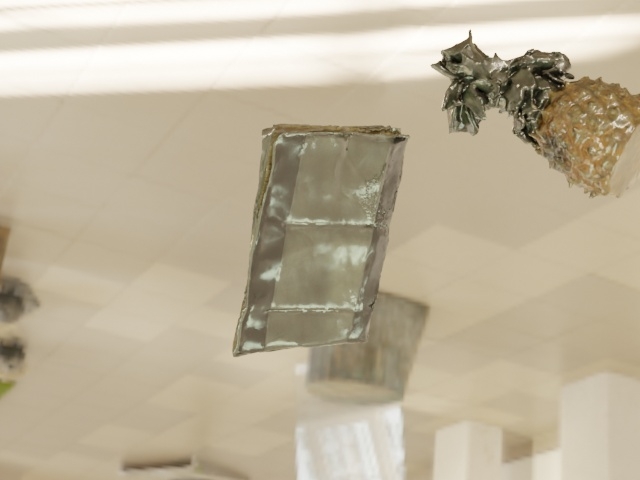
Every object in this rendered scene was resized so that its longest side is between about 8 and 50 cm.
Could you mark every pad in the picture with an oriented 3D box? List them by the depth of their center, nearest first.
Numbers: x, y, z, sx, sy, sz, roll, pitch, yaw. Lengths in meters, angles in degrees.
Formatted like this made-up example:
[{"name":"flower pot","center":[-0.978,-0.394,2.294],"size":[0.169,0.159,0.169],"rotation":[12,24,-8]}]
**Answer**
[{"name":"pad","center":[0.000,0.000,1.107],"size":[0.174,0.233,0.022],"rotation":[-2,-161,-38]}]

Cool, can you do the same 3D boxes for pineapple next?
[{"name":"pineapple","center":[0.216,-0.135,1.141],"size":[0.237,0.119,0.111],"rotation":[33,148,26]}]
